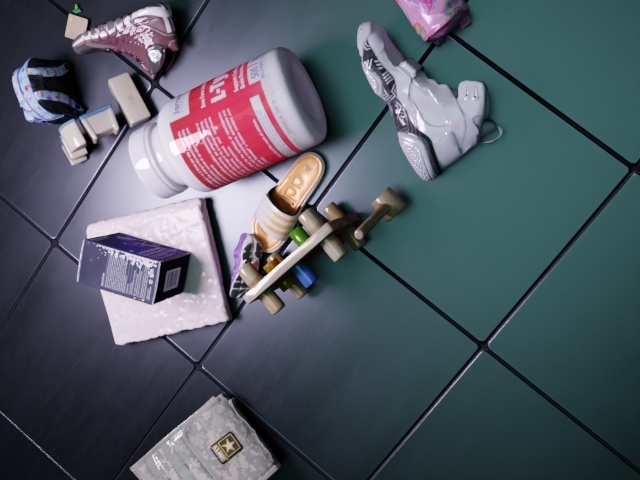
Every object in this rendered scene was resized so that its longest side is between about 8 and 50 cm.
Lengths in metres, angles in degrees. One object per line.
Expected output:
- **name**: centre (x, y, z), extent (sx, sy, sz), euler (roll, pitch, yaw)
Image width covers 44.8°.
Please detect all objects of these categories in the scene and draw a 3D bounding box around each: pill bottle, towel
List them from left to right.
- **towel**: centre (-0.398, 0.078, 1.919), extent (0.332, 0.053, 0.317), euler (-13, 94, 17)
- **pill bottle**: centre (-0.210, -0.247, 1.733), extent (0.408, 0.229, 0.229), euler (-22, 90, 17)

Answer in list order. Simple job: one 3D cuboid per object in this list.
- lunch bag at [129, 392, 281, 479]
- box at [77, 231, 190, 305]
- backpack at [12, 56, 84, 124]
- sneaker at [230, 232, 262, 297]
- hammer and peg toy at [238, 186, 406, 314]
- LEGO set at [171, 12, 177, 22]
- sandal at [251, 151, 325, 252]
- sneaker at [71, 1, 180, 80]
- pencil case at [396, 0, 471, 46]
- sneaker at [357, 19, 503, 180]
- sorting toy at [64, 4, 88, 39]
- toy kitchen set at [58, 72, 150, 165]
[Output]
- **lunch bag**: centre (-0.268, 0.540, 1.881), extent (0.287, 0.169, 0.235), euler (-41, 81, 9)
- **box**: centre (-0.437, 0.062, 1.821), extent (0.207, 0.153, 0.108), euler (15, 101, 14)
- **backpack**: centre (-0.676, -0.361, 1.881), extent (0.117, 0.173, 0.158), euler (-15, 93, 17)
- **sneaker**: centre (-0.182, 0.060, 1.858), extent (0.071, 0.068, 0.170), euler (45, 125, 51)
- **hammer and peg toy**: centre (0.000, 0.000, 1.684), extent (0.361, 0.266, 0.127), euler (-41, 85, 17)
- **LEGO set**: centre (-0.366, -0.524, 1.856), extent (0.054, 0.023, 0.083), euler (24, 116, 14)
- **sandal**: centre (-0.088, -0.091, 1.796), extent (0.102, 0.076, 0.265), euler (34, 105, 10)
- **sneaker**: centre (-0.456, -0.447, 1.849), extent (0.281, 0.106, 0.162), euler (-13, 107, 26)
- **pencil case**: centre (0.203, -0.559, 1.641), extent (0.124, 0.124, 0.284), euler (-33, 88, 17)
- **sneaker**: centre (0.233, -0.328, 1.651), extent (0.210, 0.137, 0.365), euler (-25, 94, 17)
- **sorting toy**: centre (-0.600, -0.539, 1.922), extent (0.062, 0.012, 0.083), euler (21, 105, 17)
- **toy kitchen set**: centre (-0.545, -0.296, 1.912), extent (0.207, 0.166, 0.122), euler (-27, 89, -19)
